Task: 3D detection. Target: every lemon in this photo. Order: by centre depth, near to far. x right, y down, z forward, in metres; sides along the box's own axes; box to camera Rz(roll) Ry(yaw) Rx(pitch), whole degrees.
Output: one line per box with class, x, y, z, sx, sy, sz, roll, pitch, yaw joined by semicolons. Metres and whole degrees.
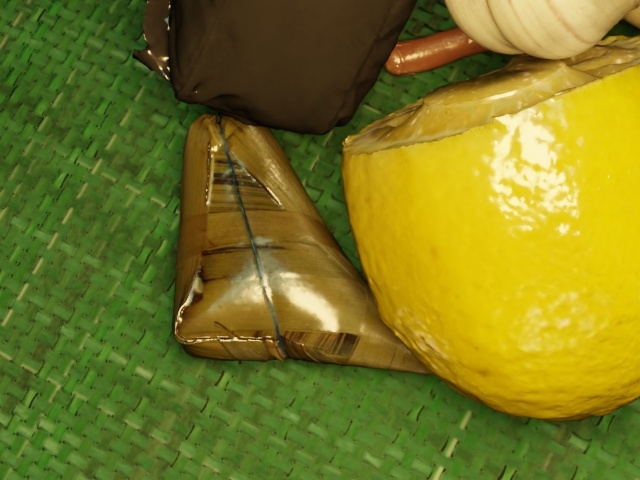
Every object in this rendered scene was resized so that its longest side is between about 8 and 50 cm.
lemon;0.208;-0.001;1.105;0.364;0.364;0.364;-1;75;4

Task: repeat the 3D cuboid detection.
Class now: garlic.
garlic;0.191;-0.290;1.004;0.245;0.245;0.253;-36;114;-5

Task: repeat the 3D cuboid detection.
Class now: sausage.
sausage;0.143;-0.212;1.310;0.158;0.036;0.042;-19;109;0

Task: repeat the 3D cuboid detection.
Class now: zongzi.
zongzi;0.000;0.000;1.219;0.289;0.123;0.260;2;76;6

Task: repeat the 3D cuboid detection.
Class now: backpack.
backpack;-0.060;-0.336;1.185;0.255;0.363;0.445;11;35;-22

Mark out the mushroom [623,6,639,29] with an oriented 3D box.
mushroom;0.328;-0.370;1.249;0.336;0.314;0.314;17;75;40
